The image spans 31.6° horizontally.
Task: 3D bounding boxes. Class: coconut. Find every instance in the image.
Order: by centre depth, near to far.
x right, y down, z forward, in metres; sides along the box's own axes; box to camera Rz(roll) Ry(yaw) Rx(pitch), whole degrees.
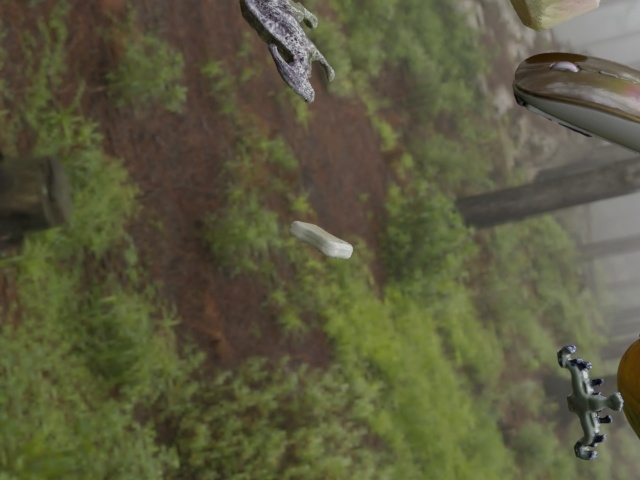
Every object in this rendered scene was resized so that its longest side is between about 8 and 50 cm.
[{"bbox_3d":[0.364,-0.406,1.726,0.147,0.153,0.147,63,5,-10],"label":"coconut"}]

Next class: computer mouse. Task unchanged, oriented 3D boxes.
[{"bbox_3d":[0.403,-0.171,1.471,0.158,0.310,0.072,-60,171,-55],"label":"computer mouse"}]

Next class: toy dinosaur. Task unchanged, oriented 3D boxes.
[{"bbox_3d":[-0.060,-0.332,1.741,0.294,0.077,0.162,55,16,21],"label":"toy dinosaur"}]

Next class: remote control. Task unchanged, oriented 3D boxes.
[{"bbox_3d":[0.000,0.000,2.069,0.074,0.122,0.032,10,105,-47],"label":"remote control"}]

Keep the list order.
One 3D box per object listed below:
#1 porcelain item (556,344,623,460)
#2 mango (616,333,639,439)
[{"bbox_3d":[0.317,0.186,1.301,0.021,0.075,0.136,-10,90,-41],"label":"porcelain item"},{"bbox_3d":[0.546,0.256,1.536,0.359,0.187,0.144,42,17,-10],"label":"mango"}]
